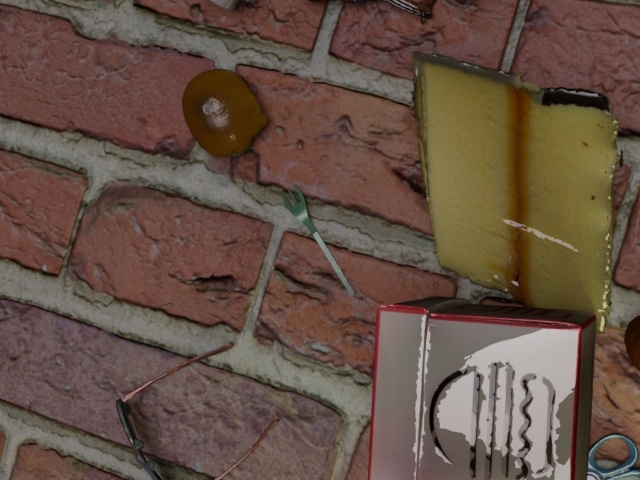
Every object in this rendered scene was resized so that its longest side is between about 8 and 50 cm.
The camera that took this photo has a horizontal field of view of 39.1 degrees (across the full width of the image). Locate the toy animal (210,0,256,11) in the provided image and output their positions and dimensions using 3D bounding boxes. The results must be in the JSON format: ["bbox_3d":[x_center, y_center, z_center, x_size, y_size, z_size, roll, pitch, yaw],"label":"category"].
[{"bbox_3d":[-0.137,-0.524,1.630,0.131,0.104,0.220,32,98,15],"label":"toy animal"}]

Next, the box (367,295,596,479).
[{"bbox_3d":[0.261,0.255,1.402,0.300,0.312,0.314,3,90,21],"label":"box"}]

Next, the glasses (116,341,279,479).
[{"bbox_3d":[-0.229,0.342,1.687,0.268,0.118,0.234,-31,80,-7],"label":"glasses"}]

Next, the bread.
[{"bbox_3d":[0.310,-0.069,1.454,0.346,0.242,0.404,7,88,17],"label":"bread"}]

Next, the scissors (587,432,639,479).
[{"bbox_3d":[0.419,0.418,1.513,0.256,0.030,0.125,-23,81,12],"label":"scissors"}]

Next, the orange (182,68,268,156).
[{"bbox_3d":[-0.185,-0.234,1.645,0.170,0.112,0.160,14,94,26],"label":"orange"}]

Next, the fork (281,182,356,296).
[{"bbox_3d":[-0.001,0.000,1.633,0.039,0.021,0.235,-34,81,15],"label":"fork"}]

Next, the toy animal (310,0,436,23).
[{"bbox_3d":[0.071,-0.462,1.599,0.224,0.066,0.229,-21,74,-5],"label":"toy animal"}]

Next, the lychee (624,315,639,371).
[{"bbox_3d":[0.550,0.157,1.438,0.140,0.101,0.114,-63,36,19],"label":"lychee"}]
